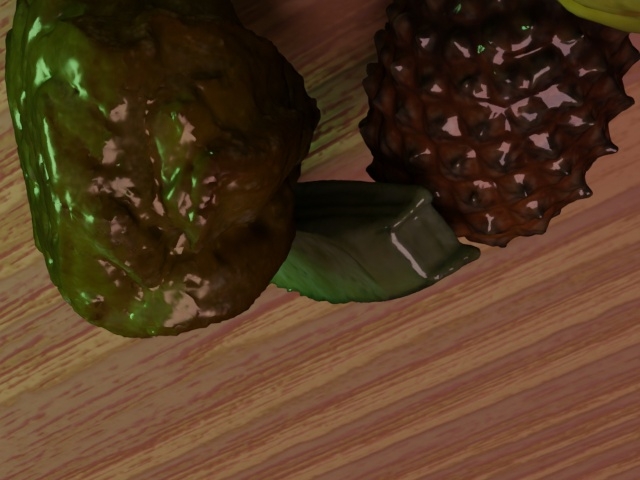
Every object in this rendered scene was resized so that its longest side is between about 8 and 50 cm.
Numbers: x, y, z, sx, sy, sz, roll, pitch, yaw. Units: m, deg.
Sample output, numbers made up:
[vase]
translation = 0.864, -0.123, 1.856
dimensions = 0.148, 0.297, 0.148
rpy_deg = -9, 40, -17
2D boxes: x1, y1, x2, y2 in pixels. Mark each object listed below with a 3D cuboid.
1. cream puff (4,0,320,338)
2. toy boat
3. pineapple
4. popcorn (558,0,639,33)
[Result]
[cream puff]
translation = -0.104, -0.060, 1.082
dimensions = 0.196, 0.244, 0.244
rpy_deg = 7, 143, 7
[toy boat]
translation = 0.000, 0.000, 1.179
dimensions = 0.093, 0.055, 0.293
rpy_deg = 50, 162, -19
[pineapple]
translation = 0.122, -0.150, 1.035
dimensions = 0.175, 0.175, 0.361
rpy_deg = 4, 144, -7
[popcorn]
translation = 0.131, -0.285, 0.729
dimensions = 0.354, 0.344, 0.390
rpy_deg = 16, 139, 39
